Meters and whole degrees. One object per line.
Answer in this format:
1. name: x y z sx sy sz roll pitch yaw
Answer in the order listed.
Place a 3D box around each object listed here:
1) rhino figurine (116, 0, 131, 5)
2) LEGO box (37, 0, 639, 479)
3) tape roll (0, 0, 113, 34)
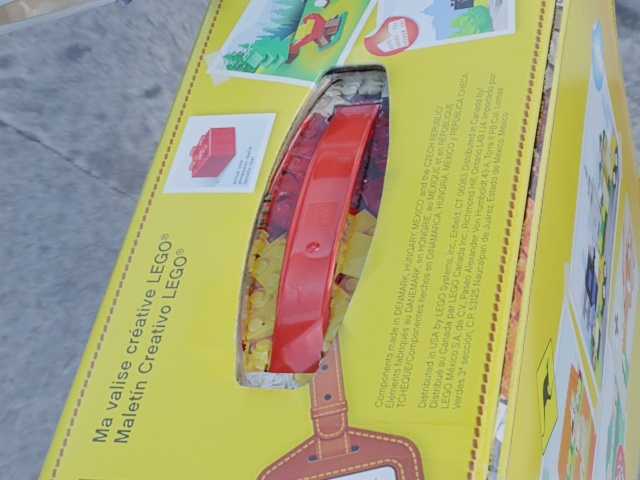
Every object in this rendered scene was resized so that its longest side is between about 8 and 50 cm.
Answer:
1. rhino figurine: -0.134 -0.195 0.651 0.073 0.106 0.243 -40 116 16
2. LEGO box: 0.049 0.100 0.737 0.193 0.372 0.500 -1 51 20
3. tape roll: -0.227 -0.253 1.241 0.392 0.392 0.072 -17 97 1
